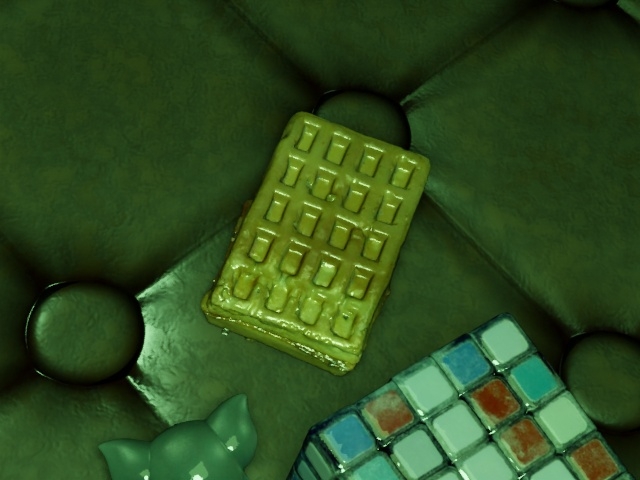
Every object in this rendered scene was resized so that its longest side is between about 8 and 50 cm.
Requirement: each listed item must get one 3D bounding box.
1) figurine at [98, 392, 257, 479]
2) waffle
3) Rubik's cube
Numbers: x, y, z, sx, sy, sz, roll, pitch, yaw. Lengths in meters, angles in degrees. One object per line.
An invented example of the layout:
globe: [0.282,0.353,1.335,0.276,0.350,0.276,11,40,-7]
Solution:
figurine: [-0.151,0.326,1.496,0.193,0.140,0.265,-15,41,2]
waffle: [0.000,0.000,1.719,0.224,0.098,0.328,21,60,3]
Rubik's cube: [0.152,0.306,1.475,0.292,0.287,0.293,-27,71,-22]
